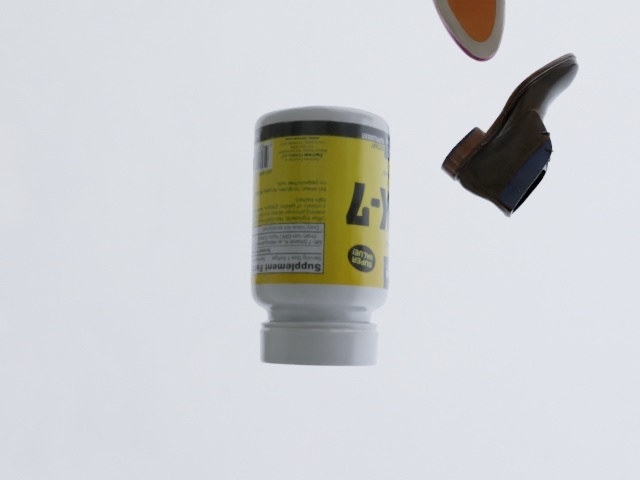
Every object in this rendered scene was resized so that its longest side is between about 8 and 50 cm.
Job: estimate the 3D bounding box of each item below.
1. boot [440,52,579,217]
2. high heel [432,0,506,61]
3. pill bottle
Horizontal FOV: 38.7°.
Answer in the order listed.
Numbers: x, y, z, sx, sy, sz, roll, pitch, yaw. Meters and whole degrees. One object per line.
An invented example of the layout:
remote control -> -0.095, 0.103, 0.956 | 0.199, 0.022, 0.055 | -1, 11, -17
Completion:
boot -> 0.262, -0.128, 1.125 | 0.219, 0.082, 0.106 | -43, -108, -2
high heel -> 0.143, -0.297, 1.030 | 0.117, 0.082, 0.244 | 89, -20, -76
pill bottle -> 0.000, 0.000, 0.774 | 0.119, 0.119, 0.209 | -4, -97, 39
